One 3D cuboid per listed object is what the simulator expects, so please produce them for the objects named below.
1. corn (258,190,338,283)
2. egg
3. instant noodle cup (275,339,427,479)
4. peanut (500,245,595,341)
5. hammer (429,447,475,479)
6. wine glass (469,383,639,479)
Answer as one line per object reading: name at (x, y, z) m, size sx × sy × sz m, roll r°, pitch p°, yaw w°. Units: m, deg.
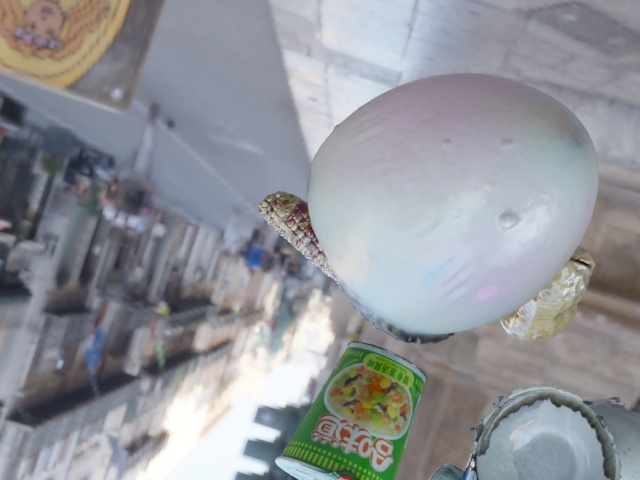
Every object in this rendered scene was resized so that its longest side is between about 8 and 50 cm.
corn at (0.000, 0.000, 2.366) m, size 0.290 × 0.098 × 0.098 m, roll 38°, pitch -176°, yaw 13°
egg at (0.209, -0.074, 1.593) m, size 0.355 × 0.354 × 0.340 m, roll 19°, pitch 146°, yaw -34°
instant noodle cup at (0.067, 0.298, 1.927) m, size 0.207 × 0.232 × 0.207 m, roll 24°, pitch 162°, yaw 8°
peanut at (0.404, 0.096, 2.107) m, size 0.130 × 0.130 × 0.290 m, roll 18°, pitch 153°, yaw 3°
hammer at (0.204, 0.323, 1.573) m, size 0.116 × 0.069 × 0.194 m, roll 35°, pitch 148°, yaw 18°
wine glass at (0.328, 0.283, 1.479) m, size 0.191 × 0.190 × 0.357 m, roll 17°, pitch 179°, yaw 32°
